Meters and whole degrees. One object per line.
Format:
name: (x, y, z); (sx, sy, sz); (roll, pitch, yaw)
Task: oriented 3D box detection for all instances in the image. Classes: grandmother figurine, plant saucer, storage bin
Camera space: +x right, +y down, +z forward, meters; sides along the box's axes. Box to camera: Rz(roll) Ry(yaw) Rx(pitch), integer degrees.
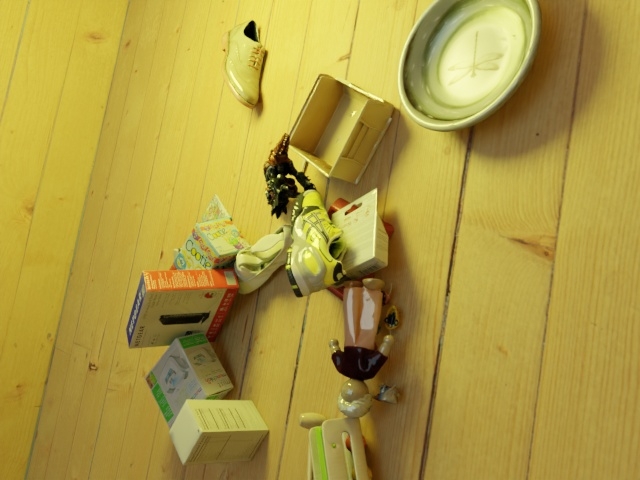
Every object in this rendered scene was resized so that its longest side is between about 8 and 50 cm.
grandmother figurine: (0.094, 0.275, 1.499); (0.208, 0.104, 0.342); (-17, 64, 53)
plant saucer: (0.373, -0.451, 1.455); (0.400, 0.100, 0.400); (-16, 68, 44)
storage bin: (0.054, -0.339, 1.753); (0.262, 0.123, 0.260); (43, 110, 46)
plant saucer: (0.064, 0.028, 1.691); (0.258, 0.047, 0.259); (34, 103, 47)

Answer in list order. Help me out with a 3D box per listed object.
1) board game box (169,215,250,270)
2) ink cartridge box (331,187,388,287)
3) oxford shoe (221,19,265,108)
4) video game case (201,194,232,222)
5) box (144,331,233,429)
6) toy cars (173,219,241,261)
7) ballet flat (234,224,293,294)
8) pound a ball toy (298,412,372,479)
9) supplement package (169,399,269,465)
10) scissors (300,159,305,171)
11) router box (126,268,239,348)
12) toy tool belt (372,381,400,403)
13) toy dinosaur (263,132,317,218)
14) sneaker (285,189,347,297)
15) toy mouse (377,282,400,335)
board game box: (-0.387, 0.069, 2.014); (0.142, 0.144, 0.275); (50, 127, 17)
ink cartridge box: (0.101, -0.004, 1.603); (0.189, 0.066, 0.232); (-29, 38, 39)
oxford shoe: (-0.280, -0.675, 2.212); (0.146, 0.140, 0.397); (-30, 60, 30)
video game case: (-0.399, -0.084, 2.253); (0.119, 0.015, 0.166); (-56, 45, 19)
box: (-0.451, 0.486, 2.011); (0.262, 0.126, 0.231); (-48, 64, 31)
toy cars: (-0.403, 0.031, 2.168); (0.393, 0.087, 0.176); (-37, 80, 39)
ballet flat: (-0.191, 0.051, 1.900); (0.400, 0.139, 0.139); (-34, 56, 37)
pound a ball toy: (0.049, 0.584, 1.504); (0.208, 0.135, 0.319); (125, 141, -58)
supplement package: (-0.307, 0.577, 1.782); (0.134, 0.244, 0.139); (46, 112, 44)
scissors: (-0.023, -0.353, 1.917); (0.109, 0.021, 0.297); (-6, 73, 45)
router box: (-0.463, 0.229, 1.954); (0.335, 0.301, 0.082); (-60, 41, 42)
toy tool belt: (0.167, 0.380, 1.475); (0.083, 0.052, 0.051); (-27, 43, 67)
toy dinosaur: (-0.126, -0.191, 1.829); (0.164, 0.322, 0.218); (-29, 58, -4)
sneaker: (0.000, 0.000, 1.599); (0.147, 0.145, 0.385); (-11, 42, 10)
toy mouse: (0.156, 0.190, 1.553); (0.143, 0.031, 0.161); (0, 79, 47)
